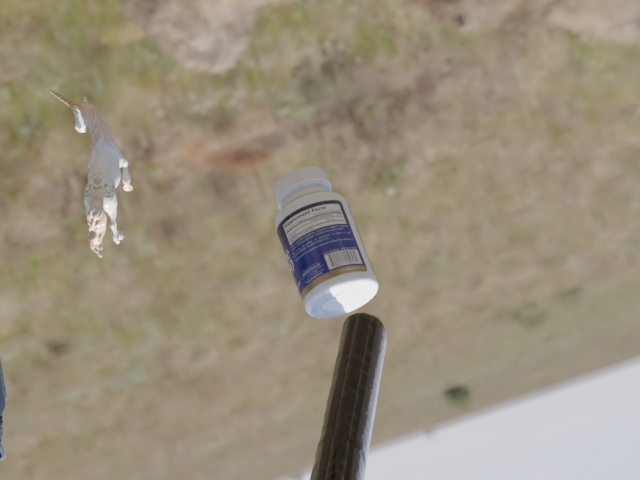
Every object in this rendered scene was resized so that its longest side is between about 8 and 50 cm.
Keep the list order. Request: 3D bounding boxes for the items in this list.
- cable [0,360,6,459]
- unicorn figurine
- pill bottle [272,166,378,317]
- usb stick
[{"bbox_3d":[-0.377,0.162,2.080,0.047,0.184,0.150,-22,-155,-35],"label":"cable"},{"bbox_3d":[-0.229,-0.072,2.073,0.060,0.162,0.111,-15,140,-4],"label":"unicorn figurine"},{"bbox_3d":[0.000,0.000,1.703,0.067,0.120,0.067,-17,155,-8],"label":"pill bottle"},{"bbox_3d":[0.025,0.165,1.764,0.045,0.077,0.278,1,-147,8],"label":"usb stick"}]
